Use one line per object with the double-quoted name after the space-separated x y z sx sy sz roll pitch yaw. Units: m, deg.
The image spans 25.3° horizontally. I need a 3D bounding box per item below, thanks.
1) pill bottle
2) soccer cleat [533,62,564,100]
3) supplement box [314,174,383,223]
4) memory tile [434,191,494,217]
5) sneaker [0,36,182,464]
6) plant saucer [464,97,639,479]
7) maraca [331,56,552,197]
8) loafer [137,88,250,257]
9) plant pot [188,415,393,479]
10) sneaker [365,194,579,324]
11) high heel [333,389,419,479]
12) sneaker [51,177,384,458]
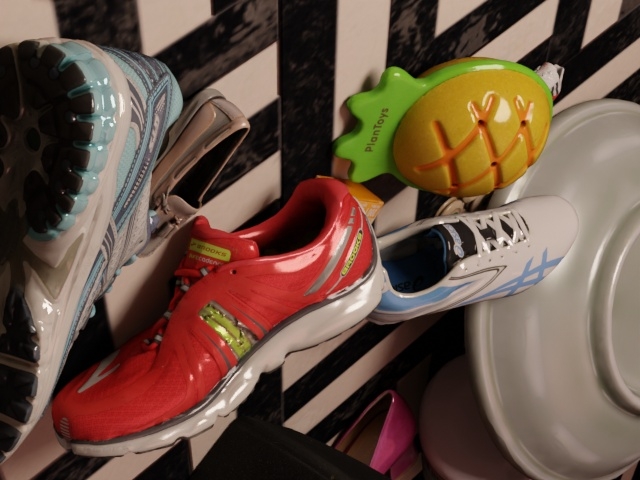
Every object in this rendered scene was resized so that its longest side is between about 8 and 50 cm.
0.192 0.236 1.602 0.160 0.160 0.283 -45 161 -12 "pill bottle"
0.195 -0.142 1.275 0.083 0.029 0.036 -11 125 -58 "soccer cleat"
0.000 0.000 1.126 0.062 0.036 0.098 2 124 -59 "supplement box"
0.136 -0.007 1.372 0.113 0.012 0.148 -51 155 -1 "memory tile"
-0.150 0.017 0.821 0.122 0.110 0.283 -16 138 -56 "sneaker"
0.309 0.060 1.424 0.400 0.100 0.401 -7 100 -42 "plant saucer"
0.098 -0.088 1.111 0.185 0.099 0.127 -2 128 -26 "maraca"
-0.089 -0.037 0.925 0.045 0.039 0.125 0 125 -60 "loafer"
-0.030 0.261 1.273 0.187 0.167 0.188 -53 156 3 "plant pot"
0.132 0.010 1.249 0.237 0.085 0.086 -19 161 -22 "sneaker"
0.007 0.256 1.440 0.244 0.082 0.117 -38 141 -15 "high heel"
-0.082 0.044 1.010 0.279 0.107 0.118 -35 126 -24 "sneaker"
